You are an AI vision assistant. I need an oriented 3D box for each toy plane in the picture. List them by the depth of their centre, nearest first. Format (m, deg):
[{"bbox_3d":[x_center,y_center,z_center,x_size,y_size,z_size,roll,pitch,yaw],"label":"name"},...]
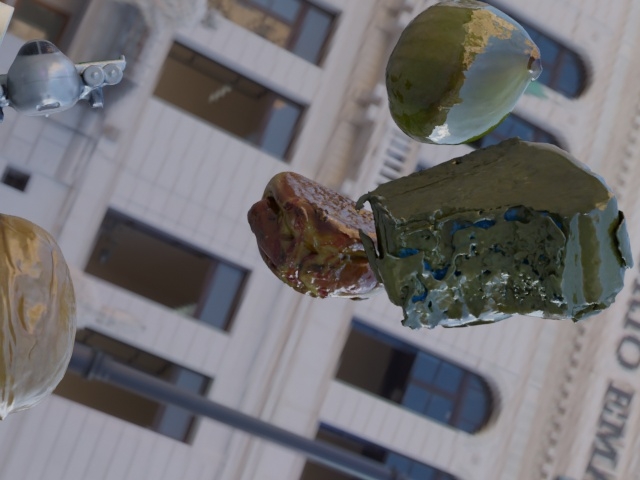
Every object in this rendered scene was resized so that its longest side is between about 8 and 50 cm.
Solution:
[{"bbox_3d":[-0.281,-0.163,1.229,0.174,0.174,0.080,-164,-116,-69],"label":"toy plane"}]

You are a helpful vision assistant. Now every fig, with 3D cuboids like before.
[{"bbox_3d":[0.127,-0.160,1.154,0.153,0.136,0.121,-44,-120,-9],"label":"fig"}]

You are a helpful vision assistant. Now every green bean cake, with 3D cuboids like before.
[{"bbox_3d":[0.222,0.021,1.577,0.285,0.310,0.202,-109,-176,-67],"label":"green bean cake"}]

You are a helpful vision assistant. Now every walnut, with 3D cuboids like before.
[{"bbox_3d":[-0.318,0.072,1.180,0.159,0.159,0.206,-34,-119,53],"label":"walnut"}]

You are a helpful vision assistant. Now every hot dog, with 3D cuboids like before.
[{"bbox_3d":[0.000,0.000,1.877,0.153,0.257,0.150,-35,149,-57],"label":"hot dog"}]

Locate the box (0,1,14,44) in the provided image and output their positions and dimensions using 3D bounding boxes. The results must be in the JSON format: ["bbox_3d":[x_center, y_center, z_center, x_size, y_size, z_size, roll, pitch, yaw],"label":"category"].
[{"bbox_3d":[-0.564,-0.250,1.914,0.256,0.069,0.164,-40,-147,54],"label":"box"}]
